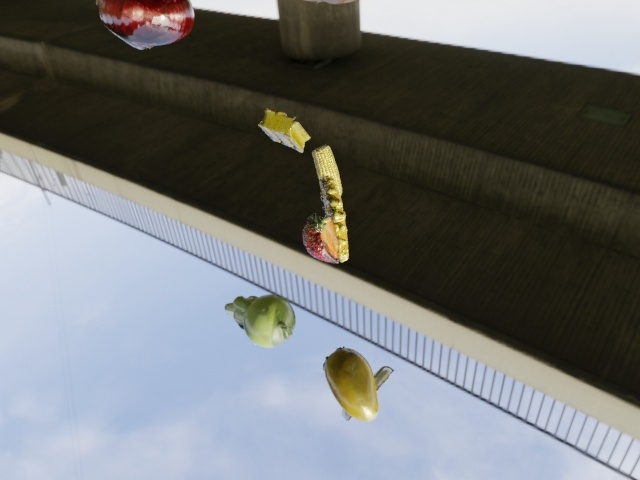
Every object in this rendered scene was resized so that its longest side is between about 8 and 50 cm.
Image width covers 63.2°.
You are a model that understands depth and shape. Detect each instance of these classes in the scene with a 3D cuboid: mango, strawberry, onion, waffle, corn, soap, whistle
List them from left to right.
[{"bbox_3d":[-0.497,-0.692,1.486,0.273,0.285,0.273,10,-136,-10],"label":"onion"},{"bbox_3d":[-0.157,0.188,1.358,0.141,0.141,0.294,-22,-159,-22],"label":"whistle"},{"bbox_3d":[-0.125,-0.391,1.855,0.135,0.076,0.233,25,180,9],"label":"soap"},{"bbox_3d":[-0.001,-0.003,1.559,0.085,0.140,0.192,-6,171,19],"label":"strawberry"},{"bbox_3d":[0.032,-0.290,2.235,0.093,0.244,0.093,-11,-152,6],"label":"corn"},{"bbox_3d":[0.047,-0.081,1.780,0.062,0.329,0.329,-10,-144,-1],"label":"waffle"},{"bbox_3d":[0.070,0.301,1.081,0.103,0.076,0.161,-19,-102,-41],"label":"mango"}]

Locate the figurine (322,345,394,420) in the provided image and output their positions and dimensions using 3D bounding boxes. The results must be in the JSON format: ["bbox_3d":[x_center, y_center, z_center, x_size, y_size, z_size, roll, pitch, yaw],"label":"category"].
[{"bbox_3d":[0.072,0.323,1.249,0.166,0.250,0.141,-45,-103,-2],"label":"figurine"}]

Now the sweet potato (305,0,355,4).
[{"bbox_3d":[-0.010,-0.498,0.920,0.370,0.157,0.157,4,-143,21],"label":"sweet potato"}]
